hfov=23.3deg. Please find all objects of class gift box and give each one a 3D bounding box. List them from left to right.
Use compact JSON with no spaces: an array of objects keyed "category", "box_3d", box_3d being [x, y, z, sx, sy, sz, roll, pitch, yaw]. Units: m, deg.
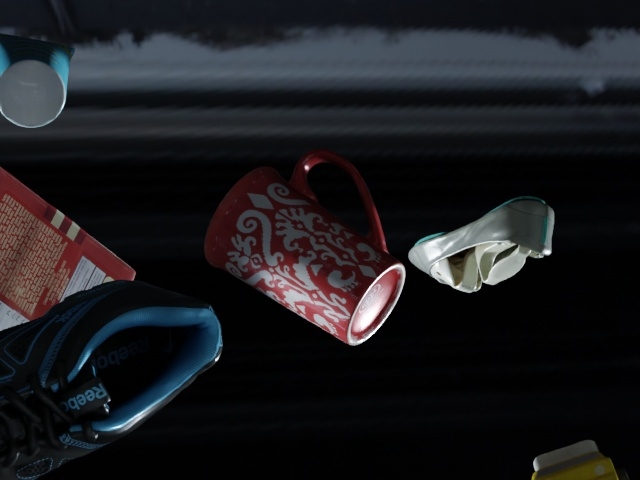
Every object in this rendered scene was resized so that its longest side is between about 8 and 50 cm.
[{"category":"gift box","box_3d":[-0.377,0.092,1.635,0.258,0.255,0.276,-3,-39,43]}]

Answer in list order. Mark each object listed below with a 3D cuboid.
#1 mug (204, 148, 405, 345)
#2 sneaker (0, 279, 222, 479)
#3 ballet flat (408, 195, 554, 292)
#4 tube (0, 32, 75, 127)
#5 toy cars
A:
[{"category":"mug","box_3d":[-0.006,0.003,1.475,0.113,0.169,0.150,-17,-45,-56]},{"category":"sneaker","box_3d":[-0.226,0.117,1.118,0.340,0.139,0.125,-31,-77,-28]},{"category":"ballet flat","box_3d":[0.154,0.016,1.547,0.072,0.068,0.213,13,-23,-28]},{"category":"tube","box_3d":[-0.236,-0.141,1.258,0.080,0.207,0.052,14,-75,-16]},{"category":"toy cars","box_3d":[0.329,0.250,1.535,0.393,0.087,0.176,8,-37,-35]}]
